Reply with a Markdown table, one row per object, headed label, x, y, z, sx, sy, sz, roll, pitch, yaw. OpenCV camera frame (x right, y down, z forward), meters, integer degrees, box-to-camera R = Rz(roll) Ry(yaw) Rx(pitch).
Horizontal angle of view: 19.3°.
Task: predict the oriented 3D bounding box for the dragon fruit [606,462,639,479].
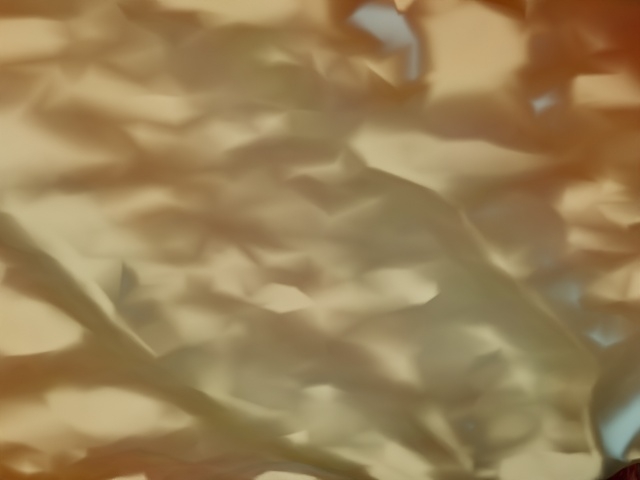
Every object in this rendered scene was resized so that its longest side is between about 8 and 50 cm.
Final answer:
| label | x | y | z | sx | sy | sz | roll | pitch | yaw |
| --- | --- | --- | --- | --- | --- | --- | --- | --- | --- |
| dragon fruit | 0.058 | 0.063 | 1.060 | 0.329 | 0.228 | 0.286 | -10 | -146 | -42 |

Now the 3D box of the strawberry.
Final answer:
| label | x | y | z | sx | sy | sz | roll | pitch | yaw |
| --- | --- | --- | --- | --- | --- | --- | --- | --- | --- |
| strawberry | -0.030 | -0.060 | 0.371 | 0.265 | 0.149 | 0.336 | -23 | 140 | 26 |
